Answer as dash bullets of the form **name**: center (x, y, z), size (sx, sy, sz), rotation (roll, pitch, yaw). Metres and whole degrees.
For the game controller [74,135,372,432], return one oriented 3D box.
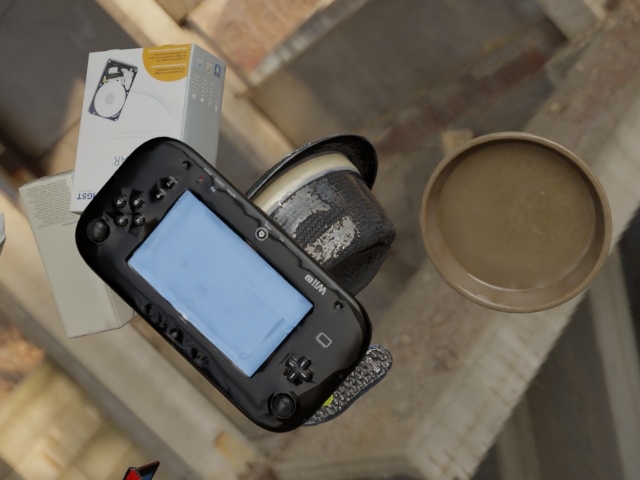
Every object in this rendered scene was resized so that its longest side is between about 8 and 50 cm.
- **game controller**: center (-0.100, 0.043, 1.296), size (0.166, 0.319, 0.067), rotation (-50, -7, 18)

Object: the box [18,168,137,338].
- **box**: center (-0.406, 0.019, 2.163), size (0.113, 0.275, 0.094), rotation (-11, 11, 19)

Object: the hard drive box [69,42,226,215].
- **hard drive box**: center (-0.236, -0.143, 1.755), size (0.181, 0.089, 0.232), rotation (-1, 78, 28)

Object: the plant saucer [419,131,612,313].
- **plant saucer**: center (0.282, -0.028, 1.842), size (0.278, 0.278, 0.041), rotation (-39, 6, 26)

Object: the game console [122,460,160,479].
- **game console**: center (-0.291, 0.433, 2.008), size (0.124, 0.085, 0.144), rotation (40, 106, 48)

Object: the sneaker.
- **sneaker**: center (0.037, 0.257, 2.219), size (0.209, 0.069, 0.082), rotation (-35, -4, -10)

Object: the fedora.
- **fedora**: center (0.000, 0.000, 1.878), size (0.334, 0.152, 0.334), rotation (-38, -25, -22)

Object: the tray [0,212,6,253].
- **tray**: center (-0.587, 0.070, 2.118), size (0.270, 0.030, 0.145), rotation (-70, 5, -62)
